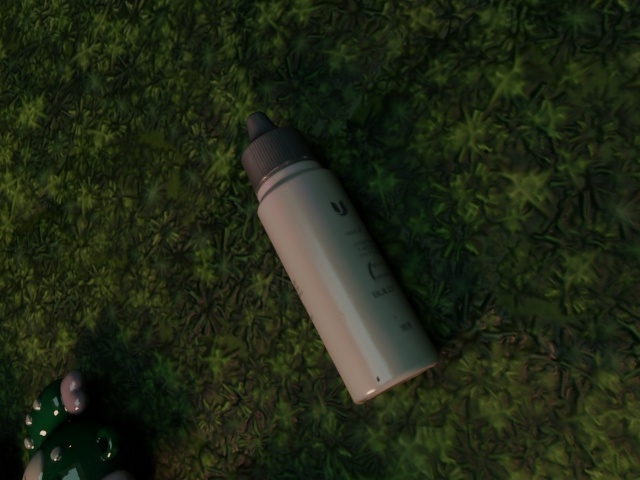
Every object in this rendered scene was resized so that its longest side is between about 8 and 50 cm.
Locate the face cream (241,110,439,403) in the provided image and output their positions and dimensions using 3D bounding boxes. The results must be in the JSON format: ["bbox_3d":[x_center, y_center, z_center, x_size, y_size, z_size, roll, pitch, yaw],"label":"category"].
[{"bbox_3d":[0.000,0.000,0.582,0.092,0.092,0.311,-37,72,22],"label":"face cream"}]

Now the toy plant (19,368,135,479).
[{"bbox_3d":[-0.301,0.297,0.722,0.233,0.113,0.243,34,108,36],"label":"toy plant"}]

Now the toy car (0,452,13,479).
[{"bbox_3d":[-0.511,0.423,0.786,0.118,0.193,0.301,150,113,-66],"label":"toy car"}]
